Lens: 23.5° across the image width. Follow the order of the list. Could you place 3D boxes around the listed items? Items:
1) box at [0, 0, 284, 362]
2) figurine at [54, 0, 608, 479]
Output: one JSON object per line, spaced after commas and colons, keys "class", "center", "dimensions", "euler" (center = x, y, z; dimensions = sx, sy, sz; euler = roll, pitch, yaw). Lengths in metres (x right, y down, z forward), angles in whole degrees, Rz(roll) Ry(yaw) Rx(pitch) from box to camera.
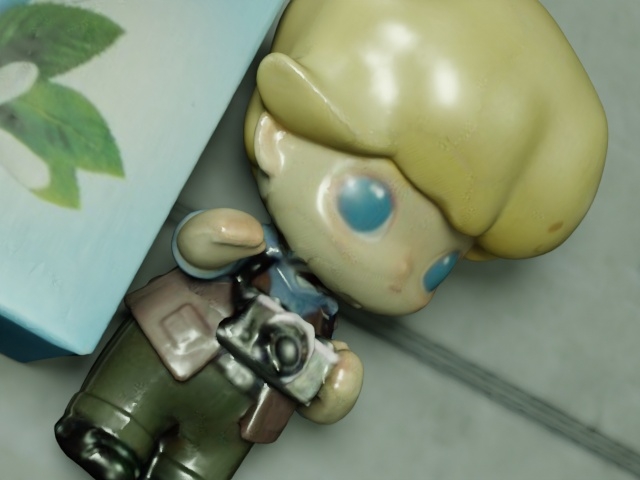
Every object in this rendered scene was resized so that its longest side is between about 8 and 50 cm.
{"class": "box", "center": [-0.137, -0.081, 0.426], "dimensions": [0.232, 0.083, 0.142], "euler": [33, 74, -19]}
{"class": "figurine", "center": [0.000, 0.000, 0.469], "dimensions": [0.114, 0.108, 0.196], "euler": [44, 77, -18]}
